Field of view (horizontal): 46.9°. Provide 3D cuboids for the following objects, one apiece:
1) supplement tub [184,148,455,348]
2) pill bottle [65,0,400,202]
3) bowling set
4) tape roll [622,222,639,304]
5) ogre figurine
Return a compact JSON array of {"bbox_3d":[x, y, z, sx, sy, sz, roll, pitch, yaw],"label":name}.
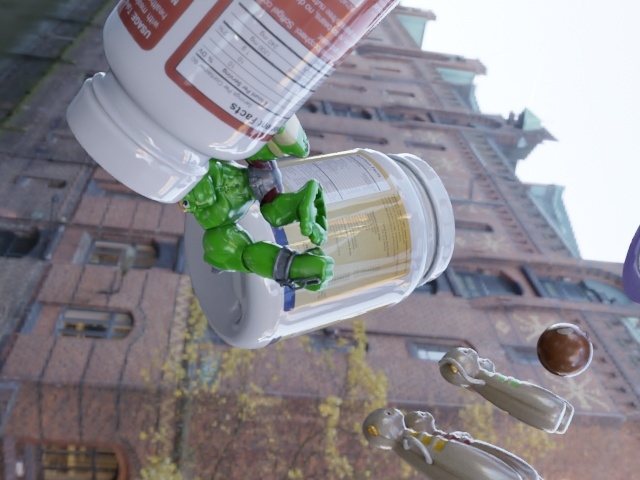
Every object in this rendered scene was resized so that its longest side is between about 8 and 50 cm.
[{"bbox_3d":[0.000,0.000,0.993,0.228,0.316,0.228,29,-54,51],"label":"supplement tub"},{"bbox_3d":[-0.050,-0.128,0.440,0.216,0.121,0.121,-44,-158,16],"label":"pill bottle"},{"bbox_3d":[0.178,0.164,0.771,0.200,0.154,0.287,-62,153,-8],"label":"bowling set"},{"bbox_3d":[0.633,0.003,1.245,0.275,0.090,0.275,-62,-177,6],"label":"tape roll"},{"bbox_3d":[-0.062,-0.047,0.638,0.197,0.118,0.097,68,24,-16],"label":"ogre figurine"}]
